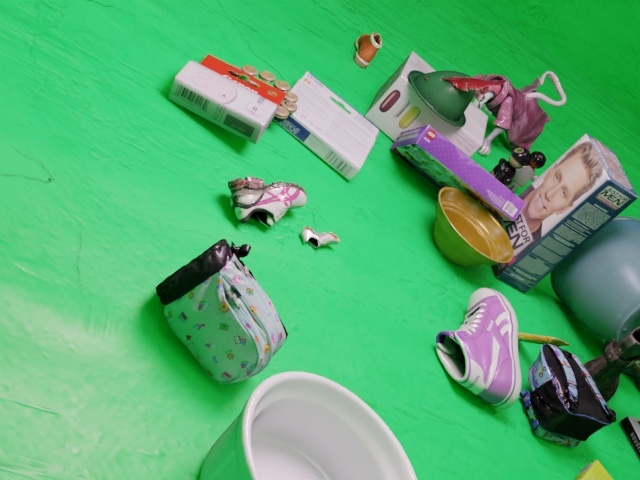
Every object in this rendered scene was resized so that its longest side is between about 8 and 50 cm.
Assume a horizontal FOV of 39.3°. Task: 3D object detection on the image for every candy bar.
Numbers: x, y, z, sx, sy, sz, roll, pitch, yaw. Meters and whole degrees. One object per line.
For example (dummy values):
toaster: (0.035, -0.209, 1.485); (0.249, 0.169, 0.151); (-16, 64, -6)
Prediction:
candy bar: (0.444, 0.203, 1.843); (0.040, 0.018, 0.161); (21, -8, -23)

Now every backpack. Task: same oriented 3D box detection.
backpack: (0.466, 0.295, 1.747); (0.158, 0.117, 0.173); (20, 38, -35)
backpack: (-0.136, 0.107, 1.254); (0.182, 0.152, 0.115); (55, 35, -6)

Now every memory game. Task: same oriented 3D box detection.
memory game: (-0.132, -0.308, 1.839); (0.186, 0.012, 0.186); (15, 38, -12)

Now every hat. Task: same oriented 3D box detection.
hat: (0.337, -0.382, 2.085); (0.208, 0.183, 0.173); (54, 32, 16)

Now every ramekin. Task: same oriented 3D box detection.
ramekin: (-0.018, 0.315, 1.122); (0.277, 0.135, 0.277); (31, 32, -22)

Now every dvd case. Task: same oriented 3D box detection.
dvd case: (0.771, 0.481, 1.971); (0.239, 0.029, 0.179); (16, 41, -39)

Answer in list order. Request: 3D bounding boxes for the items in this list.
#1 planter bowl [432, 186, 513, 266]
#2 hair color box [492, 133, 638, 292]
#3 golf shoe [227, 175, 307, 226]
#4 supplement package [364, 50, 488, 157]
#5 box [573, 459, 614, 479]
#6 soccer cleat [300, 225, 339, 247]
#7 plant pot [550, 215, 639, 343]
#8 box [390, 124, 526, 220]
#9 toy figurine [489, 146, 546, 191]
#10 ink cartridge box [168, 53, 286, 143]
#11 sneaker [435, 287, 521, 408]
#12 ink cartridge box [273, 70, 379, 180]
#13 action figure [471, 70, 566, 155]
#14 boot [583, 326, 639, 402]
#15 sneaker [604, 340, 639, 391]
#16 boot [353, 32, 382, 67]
planter bowl: (0.314, -0.009, 1.971); (0.217, 0.090, 0.217); (31, 32, -22)
hair color box: (0.534, -0.059, 2.043); (0.105, 0.347, 0.173); (27, 34, -27)
golf shoe: (-0.092, -0.063, 1.591); (0.186, 0.068, 0.085); (1, 77, -50)
supplement package: (0.268, -0.309, 2.240); (0.262, 0.145, 0.204); (39, 31, -7)
box: (0.540, 0.503, 1.649); (0.178, 0.042, 0.109); (52, 32, 14)
soccer cleat: (0.000, 0.000, 1.648); (0.083, 0.029, 0.035); (18, 48, -32)
plant pot: (0.707, 0.126, 2.058); (0.272, 0.271, 0.255); (26, 25, -28)
box: (0.315, -0.152, 2.083); (0.293, 0.057, 0.201); (37, -7, -12)
toy figurine: (0.565, -0.142, 2.385); (0.210, 0.148, 0.213); (-7, 56, -53)
ink cartridge box: (-0.168, -0.298, 1.742); (0.189, 0.066, 0.232); (27, 40, -3)
sneaker: (0.292, 0.173, 1.712); (0.161, 0.102, 0.282); (27, 34, -21)
ink cartridge box: (0.015, -0.254, 1.961); (0.223, 0.045, 0.224); (38, 32, -6)
action figure: (0.549, -0.387, 2.579); (0.370, 0.276, 0.248); (24, 39, -55)
boot: (0.639, 0.255, 1.893); (0.263, 0.229, 0.091); (-3, 54, -52)
sneaker: (0.770, 0.292, 2.149); (0.221, 0.087, 0.083); (46, 29, 4)
boot: (0.136, -0.531, 2.424); (0.059, 0.084, 0.158); (32, 30, -17)
